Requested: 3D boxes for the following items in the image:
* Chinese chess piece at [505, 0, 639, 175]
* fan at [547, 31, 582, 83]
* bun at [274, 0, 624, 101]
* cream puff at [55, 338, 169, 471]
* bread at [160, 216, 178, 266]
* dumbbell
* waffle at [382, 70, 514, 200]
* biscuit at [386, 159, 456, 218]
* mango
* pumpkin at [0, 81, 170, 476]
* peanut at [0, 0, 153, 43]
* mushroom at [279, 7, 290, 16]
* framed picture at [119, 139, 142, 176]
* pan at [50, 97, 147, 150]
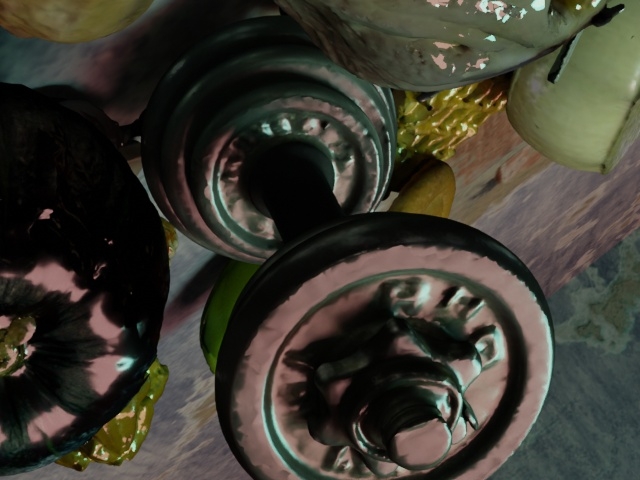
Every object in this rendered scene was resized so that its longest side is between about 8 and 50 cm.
[{"bbox_3d":[0.275,-0.190,1.245,0.270,0.112,0.270,-53,165,-22],"label":"Chinese chess piece"},{"bbox_3d":[0.246,-0.282,1.010,0.294,0.012,0.223,-53,158,-27],"label":"fan"},{"bbox_3d":[0.082,-0.196,0.757,0.281,0.205,0.281,-34,165,-10],"label":"bun"},{"bbox_3d":[-0.191,0.125,1.185,0.156,0.156,0.121,-27,-168,-36],"label":"cream puff"},{"bbox_3d":[-0.189,0.053,1.025,0.233,0.076,0.105,-26,159,-37],"label":"bread"},{"bbox_3d":[0.000,0.000,0.806,0.179,0.406,0.179,-6,120,-11],"label":"dumbbell"},{"bbox_3d":[0.125,-0.141,1.290,0.249,0.056,0.253,-38,166,-10],"label":"waffle"},{"bbox_3d":[0.088,-0.009,1.324,0.144,0.033,0.224,-65,167,17],"label":"biscuit"},{"bbox_3d":[-0.034,0.042,1.348,0.233,0.111,0.125,-50,154,19],"label":"mango"},{"bbox_3d":[-0.195,0.022,0.761,0.233,0.163,0.233,-13,123,-21],"label":"pumpkin"},{"bbox_3d":[-0.101,-0.167,0.588,0.129,0.129,0.224,-24,169,-41],"label":"peanut"},{"bbox_3d":[0.031,-0.167,0.949,0.109,0.085,0.126,-46,155,27],"label":"mushroom"},{"bbox_3d":[-0.278,0.038,0.952,0.315,0.024,0.232,-21,157,-48],"label":"framed picture"},{"bbox_3d":[-0.150,-0.059,0.914,0.235,0.028,0.136,-36,150,-29],"label":"pan"}]
